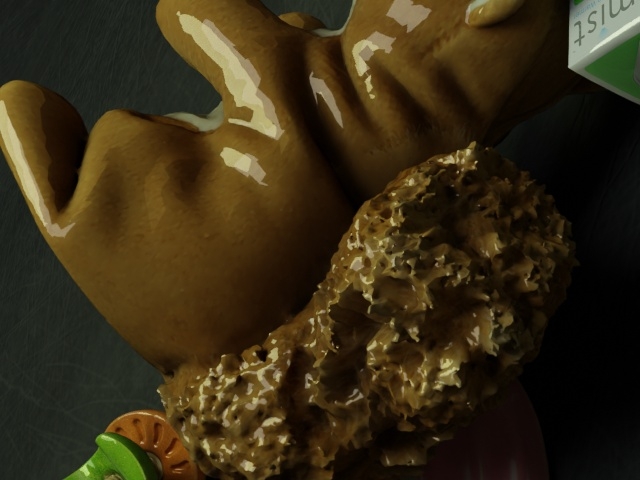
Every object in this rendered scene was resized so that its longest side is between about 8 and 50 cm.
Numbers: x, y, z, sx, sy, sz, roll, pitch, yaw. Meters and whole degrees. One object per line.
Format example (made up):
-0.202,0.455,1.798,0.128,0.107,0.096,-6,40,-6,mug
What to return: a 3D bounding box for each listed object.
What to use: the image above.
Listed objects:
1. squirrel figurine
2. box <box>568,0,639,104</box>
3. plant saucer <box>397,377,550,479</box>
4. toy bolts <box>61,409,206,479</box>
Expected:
0.040,-0.030,1.182,0.370,0.281,0.397,-33,55,9,squirrel figurine
0.277,-0.225,1.074,0.262,0.126,0.231,-31,46,50,box
0.029,0.221,1.283,0.332,0.084,0.332,-40,40,44,plant saucer
-0.155,0.281,1.578,0.228,0.158,0.218,-44,77,25,toy bolts
